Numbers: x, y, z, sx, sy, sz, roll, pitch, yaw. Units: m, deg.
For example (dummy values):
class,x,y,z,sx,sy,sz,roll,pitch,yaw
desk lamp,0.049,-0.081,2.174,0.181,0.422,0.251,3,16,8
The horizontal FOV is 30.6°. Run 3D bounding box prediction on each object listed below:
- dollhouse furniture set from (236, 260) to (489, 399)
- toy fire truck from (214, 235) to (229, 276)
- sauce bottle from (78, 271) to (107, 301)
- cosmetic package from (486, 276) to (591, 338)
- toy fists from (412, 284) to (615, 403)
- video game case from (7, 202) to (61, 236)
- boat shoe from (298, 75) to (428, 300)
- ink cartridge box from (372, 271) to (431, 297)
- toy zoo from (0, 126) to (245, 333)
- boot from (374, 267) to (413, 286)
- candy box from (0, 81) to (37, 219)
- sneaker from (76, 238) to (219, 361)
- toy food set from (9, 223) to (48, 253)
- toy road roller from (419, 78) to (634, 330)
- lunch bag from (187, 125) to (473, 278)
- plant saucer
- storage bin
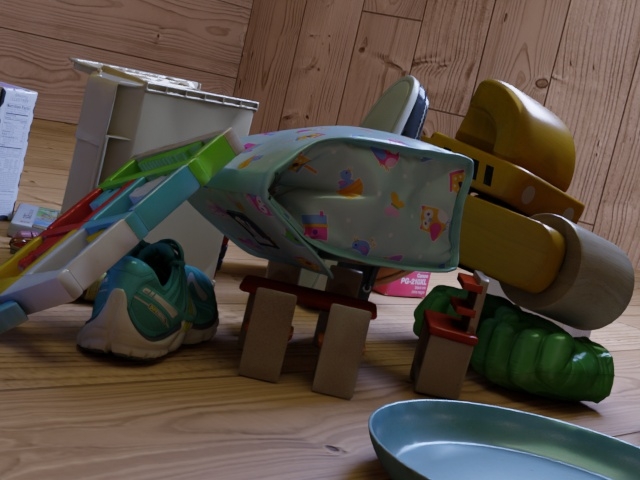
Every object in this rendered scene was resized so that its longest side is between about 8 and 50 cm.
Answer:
class,x,y,z,sx,sy,sz,roll,pitch,yaw
dollhouse furniture set,0.040,0.075,1.278,0.259,0.135,0.262,13,7,-1
toy fire truck,-0.147,-0.020,1.655,0.047,0.192,0.135,19,35,-6
sauce bottle,-0.262,0.048,1.323,0.128,0.042,0.042,11,8,-23
cosmetic package,0.331,0.069,1.765,0.151,0.151,0.184,16,8,27
toy fists,0.222,0.119,1.423,0.142,0.096,0.279,8,11,-31
video game case,-0.342,-0.013,1.712,0.212,0.023,0.193,11,8,-12
boat shoe,0.083,-0.054,1.601,0.113,0.340,0.127,25,-6,-22
ink cartridge box,0.109,-0.045,1.897,0.100,0.237,0.172,6,10,-42
toy zoo,-0.226,-0.008,1.161,0.192,0.030,0.293,-8,31,51
boot,0.010,-0.036,1.711,0.283,0.109,0.220,4,-32,28
candy box,-0.517,-0.145,1.732,0.165,0.196,0.070,17,8,31
sneaker,-0.162,0.052,1.210,0.107,0.110,0.275,14,7,6
toy food set,-0.374,0.007,1.539,0.078,0.019,0.122,13,15,4
toy road roller,0.252,-0.055,1.459,0.202,0.240,0.329,21,6,-45
lunch bag,-0.004,-0.048,1.274,0.262,0.160,0.223,3,6,-32
plant saucer,0.189,0.202,0.948,0.318,0.043,0.317,13,7,-2
storage bin,-0.224,-0.073,1.454,0.123,0.262,0.260,20,10,32
